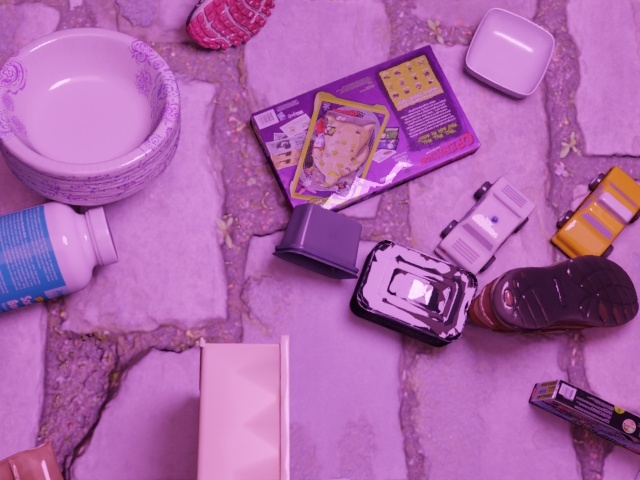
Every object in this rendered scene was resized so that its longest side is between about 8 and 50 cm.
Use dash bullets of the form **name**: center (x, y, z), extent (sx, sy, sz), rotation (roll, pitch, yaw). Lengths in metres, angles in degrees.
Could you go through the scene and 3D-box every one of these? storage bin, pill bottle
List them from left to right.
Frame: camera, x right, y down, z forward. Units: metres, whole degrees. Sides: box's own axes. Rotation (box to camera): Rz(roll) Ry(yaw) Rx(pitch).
- **pill bottle**: center (-0.451, 0.026, 1.352), extent (0.264, 0.146, 0.146), rotation (-16, 79, -9)
- **storage bin**: center (-0.114, 0.300, 1.245), extent (0.123, 0.260, 0.262), rotation (1, 64, -7)
- **storage bin**: center (0.000, 0.000, 1.428), extent (0.135, 0.098, 0.091), rotation (23, 75, -28)
- **storage bin**: center (0.151, 0.088, 1.440), extent (0.180, 0.084, 0.122), rotation (21, 75, -1)

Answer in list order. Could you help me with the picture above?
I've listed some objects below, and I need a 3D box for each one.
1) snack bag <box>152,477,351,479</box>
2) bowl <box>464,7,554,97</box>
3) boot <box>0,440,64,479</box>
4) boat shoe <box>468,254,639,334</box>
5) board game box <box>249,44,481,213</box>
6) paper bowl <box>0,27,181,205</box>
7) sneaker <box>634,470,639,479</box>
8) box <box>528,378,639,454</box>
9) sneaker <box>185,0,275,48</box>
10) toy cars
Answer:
- **snack bag**: center (-0.110, 0.527, 1.332), extent (0.343, 0.037, 0.323), rotation (1, 76, -7)
- **bowl**: center (0.333, -0.328, 1.574), extent (0.142, 0.053, 0.142), rotation (26, 76, 1)
- **boot**: center (-0.361, 0.419, 1.283), extent (0.236, 0.089, 0.269), rotation (-25, 77, -3)
- **boat shoe**: center (0.377, 0.094, 1.438), extent (0.324, 0.120, 0.122), rotation (2, 73, -32)
- **board game box**: center (0.077, -0.182, 1.515), extent (0.347, 0.056, 0.208), rotation (-23, 76, -11)
- **paper bowl**: center (-0.364, -0.183, 1.390), extent (0.284, 0.148, 0.284), rotation (4, 61, -7)
- **sneaker**: center (0.525, 0.423, 1.418), extent (0.054, 0.061, 0.152), rotation (34, 74, 4)
- **box**: center (0.450, 0.285, 1.414), extent (0.207, 0.114, 0.036), rotation (25, 76, 0)
- **sneaker**: center (-0.125, -0.453, 1.530), extent (0.112, 0.121, 0.299), rotation (33, 74, 32)
- **toy cars**: center (0.387, -0.039, 1.495), extent (0.394, 0.087, 0.176), rotation (-6, 77, -8)
